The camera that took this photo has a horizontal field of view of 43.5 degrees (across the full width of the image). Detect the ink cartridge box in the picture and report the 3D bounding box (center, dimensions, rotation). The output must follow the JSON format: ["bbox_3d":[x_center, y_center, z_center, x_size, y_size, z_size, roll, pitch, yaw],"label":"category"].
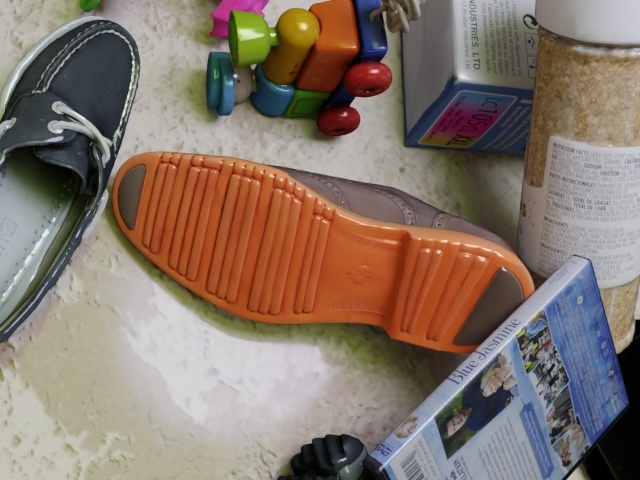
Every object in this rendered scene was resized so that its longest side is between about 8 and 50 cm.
[{"bbox_3d":[0.290,-0.228,0.834,0.395,0.151,0.270,3,74,-12],"label":"ink cartridge box"}]

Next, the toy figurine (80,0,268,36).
[{"bbox_3d":[-0.123,-0.257,0.749,0.159,0.130,0.173,18,43,-29],"label":"toy figurine"}]

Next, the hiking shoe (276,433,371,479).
[{"bbox_3d":[-0.020,0.300,0.600,0.132,0.113,0.304,42,68,-12],"label":"hiking shoe"}]

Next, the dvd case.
[{"bbox_3d":[0.157,0.155,0.655,0.253,0.022,0.180,-39,123,-22],"label":"dvd case"}]

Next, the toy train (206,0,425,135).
[{"bbox_3d":[-0.013,-0.174,0.673,0.143,0.248,0.105,-4,76,-17],"label":"toy train"}]

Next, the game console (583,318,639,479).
[{"bbox_3d":[0.411,0.155,0.843,0.361,0.044,0.213,-27,85,-26],"label":"game console"}]

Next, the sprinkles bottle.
[{"bbox_3d":[0.233,-0.064,0.686,0.121,0.121,0.355,-21,127,-25],"label":"sprinkles bottle"}]

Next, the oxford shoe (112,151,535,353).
[{"bbox_3d":[0.000,0.000,0.712,0.364,0.133,0.130,18,111,-2],"label":"oxford shoe"}]

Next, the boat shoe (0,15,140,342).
[{"bbox_3d":[-0.211,-0.050,0.626,0.114,0.091,0.302,34,69,-39],"label":"boat shoe"}]
